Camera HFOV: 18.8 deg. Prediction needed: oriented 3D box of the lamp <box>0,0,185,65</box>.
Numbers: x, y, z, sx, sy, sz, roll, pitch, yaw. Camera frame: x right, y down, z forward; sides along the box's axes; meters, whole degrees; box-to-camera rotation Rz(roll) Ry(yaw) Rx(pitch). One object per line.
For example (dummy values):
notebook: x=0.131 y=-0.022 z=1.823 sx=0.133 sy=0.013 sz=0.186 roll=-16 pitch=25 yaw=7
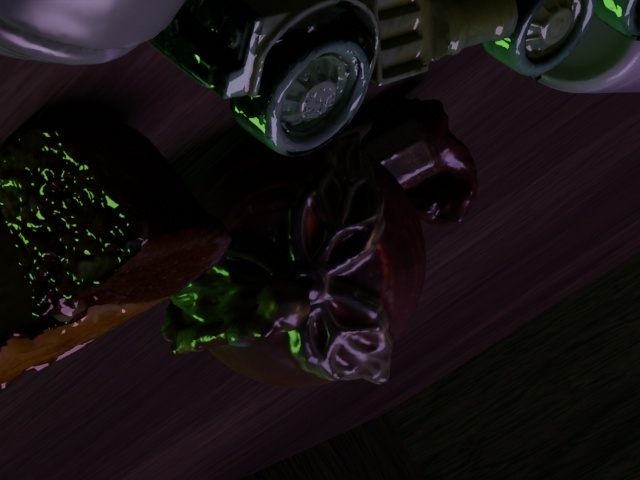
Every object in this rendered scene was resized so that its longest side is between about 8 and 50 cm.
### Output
lamp: x=-0.053 y=-0.127 z=0.509 sx=0.106 sy=0.106 sz=0.193 roll=-17 pitch=155 yaw=-51

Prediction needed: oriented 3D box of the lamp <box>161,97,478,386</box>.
lamp: x=-0.004 y=-0.008 z=1.169 sx=0.215 sy=0.151 sz=0.223 roll=-23 pitch=-146 yaw=2

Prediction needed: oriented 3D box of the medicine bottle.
medicine bottle: x=0.195 y=-0.134 z=1.161 sx=0.095 sy=0.095 sz=0.260 roll=-33 pitch=169 yaw=24

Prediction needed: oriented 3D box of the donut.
donut: x=-0.140 y=0.008 z=0.985 sx=0.217 sy=0.085 sz=0.141 roll=-33 pitch=170 yaw=32

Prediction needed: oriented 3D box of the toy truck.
toy truck: x=0.034 y=-0.135 z=0.705 sx=0.260 sy=0.128 sz=0.135 roll=-23 pitch=139 yaw=-35
